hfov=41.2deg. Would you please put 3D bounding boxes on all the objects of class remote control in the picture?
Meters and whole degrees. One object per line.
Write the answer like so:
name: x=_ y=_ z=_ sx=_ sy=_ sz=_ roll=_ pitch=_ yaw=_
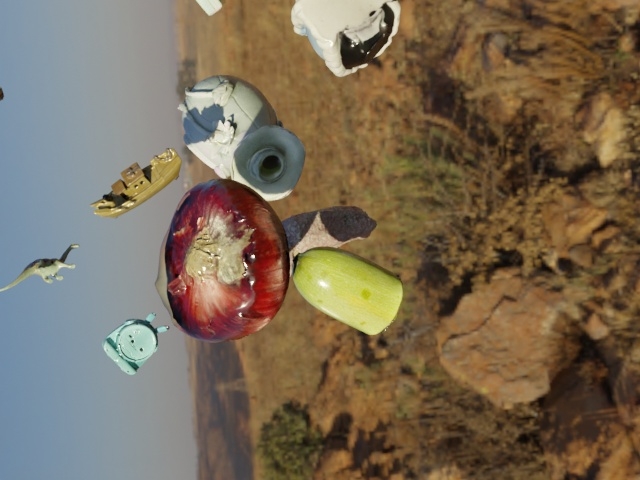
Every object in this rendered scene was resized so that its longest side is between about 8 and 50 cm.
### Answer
remote control: x=-0.298 y=-0.643 z=2.140 sx=0.145 sy=0.050 sz=0.344 roll=52 pitch=-172 yaw=-17

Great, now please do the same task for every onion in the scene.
onion: x=-0.140 y=0.035 z=1.379 sx=0.272 sy=0.195 sz=0.272 roll=-5 pitch=83 yaw=48

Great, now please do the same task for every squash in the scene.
squash: x=0.035 y=0.070 z=1.423 sx=0.123 sy=0.186 sz=0.123 roll=-43 pitch=31 yaw=33

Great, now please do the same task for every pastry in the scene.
pastry: x=-0.009 y=-0.010 z=1.711 sx=0.112 sy=0.265 sz=0.103 roll=59 pitch=144 yaw=2

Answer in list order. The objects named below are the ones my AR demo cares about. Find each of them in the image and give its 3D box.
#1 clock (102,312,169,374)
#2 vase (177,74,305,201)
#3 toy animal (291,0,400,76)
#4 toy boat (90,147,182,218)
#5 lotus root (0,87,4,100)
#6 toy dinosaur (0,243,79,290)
clock: x=-0.431 y=0.234 z=2.009 sx=0.108 sy=0.147 sz=0.045 roll=50 pitch=168 yaw=-19
vase: x=-0.194 y=-0.259 z=2.112 sx=0.445 sy=0.249 sz=0.250 roll=-132 pitch=36 yaw=-55
toy animal: x=0.046 y=-0.458 z=1.773 sx=0.204 sy=0.208 sz=0.156 roll=49 pitch=161 yaw=11
toy boat: x=-0.373 y=-0.116 z=1.729 sx=0.064 sy=0.206 sz=0.072 roll=53 pitch=177 yaw=36
lotus root: x=-0.832 y=-0.365 z=2.159 sx=0.037 sy=0.030 sz=0.083 roll=64 pitch=-164 yaw=-16
toy dinosaur: x=-0.459 y=0.050 z=1.423 sx=0.180 sy=0.058 sz=0.037 roll=-29 pitch=-51 yaw=-55
